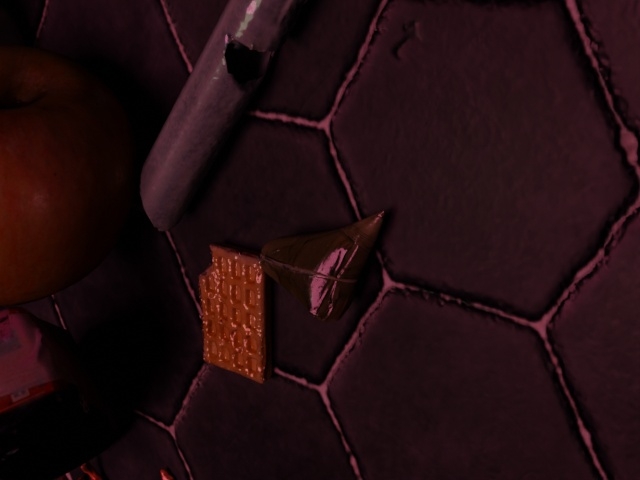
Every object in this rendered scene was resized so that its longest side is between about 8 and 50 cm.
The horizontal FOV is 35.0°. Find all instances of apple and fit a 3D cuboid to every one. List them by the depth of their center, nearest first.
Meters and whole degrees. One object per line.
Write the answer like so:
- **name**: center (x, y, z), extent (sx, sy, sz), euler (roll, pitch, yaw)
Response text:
- **apple**: center (-0.313, -0.056, 1.014), extent (0.264, 0.264, 0.264), euler (15, 113, 38)

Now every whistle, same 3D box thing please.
- **whistle**: center (-0.098, -0.127, 0.922), extent (0.062, 0.062, 0.312), euler (51, 131, 17)

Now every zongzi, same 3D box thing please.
- **zongzi**: center (0.000, 0.000, 0.890), extent (0.104, 0.052, 0.113), euler (37, 113, 35)

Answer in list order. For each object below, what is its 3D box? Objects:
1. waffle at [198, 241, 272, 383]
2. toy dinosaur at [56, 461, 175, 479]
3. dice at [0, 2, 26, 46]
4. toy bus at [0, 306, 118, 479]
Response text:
- **waffle**: center (-0.084, 0.068, 1.001), extent (0.092, 0.021, 0.135), euler (14, 113, 39)
- **toy dinosaur**: center (-0.273, 0.319, 1.237), extent (0.101, 0.055, 0.279), euler (52, 131, 4)
- **dice**: center (-0.454, -0.184, 1.137), extent (0.194, 0.192, 0.193), euler (34, 126, 31)
- **toy bus**: center (-0.308, 0.169, 1.085), extent (0.303, 0.127, 0.147), euler (93, 152, -76)
